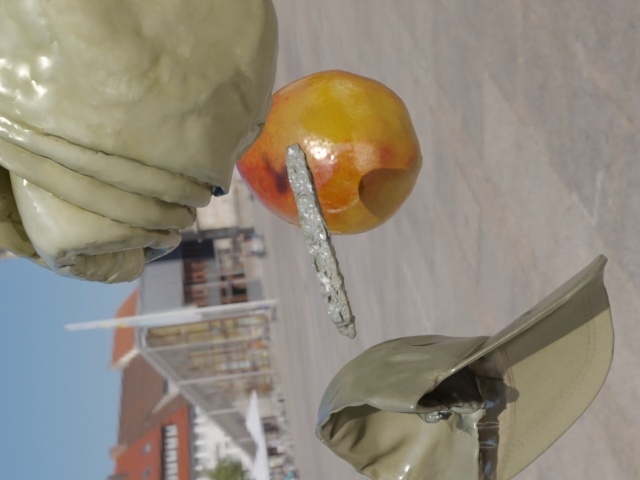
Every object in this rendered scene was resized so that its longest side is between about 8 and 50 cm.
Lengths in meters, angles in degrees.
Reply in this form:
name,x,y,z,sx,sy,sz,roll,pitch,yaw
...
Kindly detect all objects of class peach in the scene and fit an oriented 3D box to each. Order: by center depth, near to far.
name,x,y,z,sx,sy,sz,roll,pitch,yaw
peach,0.008,-0.145,1.695,0.289,0.308,0.288,175,90,-77

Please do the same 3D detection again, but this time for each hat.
name,x,y,z,sx,sy,sz,roll,pitch,yaw
hat,0.092,0.075,0.611,0.173,0.144,0.166,-56,-36,-27

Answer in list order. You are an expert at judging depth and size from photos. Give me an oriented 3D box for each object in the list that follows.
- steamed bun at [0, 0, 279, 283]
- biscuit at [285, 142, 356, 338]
name,x,y,z,sx,sy,sz,roll,pitch,yaw
steamed bun,-0.172,-0.084,0.623,0.276,0.289,0.203,38,-116,-37
biscuit,-0.002,0.000,1.399,0.141,0.038,0.289,-90,-17,-82
